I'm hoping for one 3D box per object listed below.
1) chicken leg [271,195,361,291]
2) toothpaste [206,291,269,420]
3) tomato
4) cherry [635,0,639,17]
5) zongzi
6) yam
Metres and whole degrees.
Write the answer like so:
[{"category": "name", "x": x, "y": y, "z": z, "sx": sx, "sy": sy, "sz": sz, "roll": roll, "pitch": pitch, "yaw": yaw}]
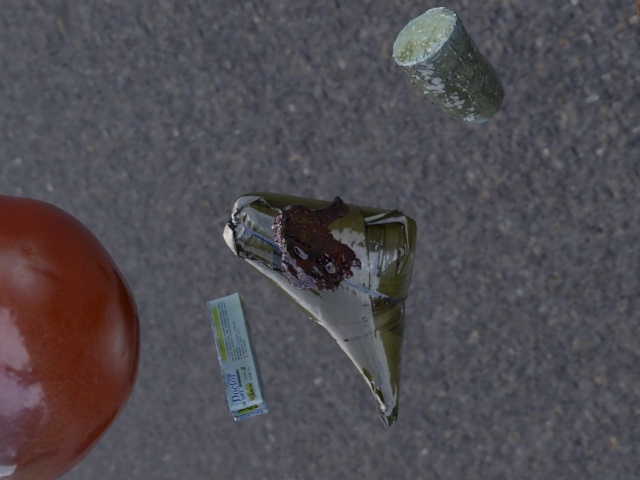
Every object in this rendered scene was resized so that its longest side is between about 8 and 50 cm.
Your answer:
[{"category": "chicken leg", "x": -0.006, "y": -0.001, "z": 1.304, "sx": 0.205, "sy": 0.093, "sz": 0.053, "roll": -95, "pitch": 18, "yaw": -58}, {"category": "toothpaste", "x": -0.105, "y": 0.142, "z": 1.600, "sx": 0.034, "sy": 0.046, "sz": 0.164, "roll": 68, "pitch": -175, "yaw": -56}, {"category": "tomato", "x": -0.339, "y": 0.112, "z": 1.309, "sx": 0.321, "sy": 0.322, "sz": 0.321, "roll": 37, "pitch": 143, "yaw": 35}, {"category": "cherry", "x": 0.338, "y": -0.212, "z": 0.906, "sx": 0.250, "sy": 0.175, "sz": 0.192, "roll": -14, "pitch": 106, "yaw": 36}, {"category": "zongzi", "x": -0.010, "y": 0.088, "z": 1.695, "sx": 0.123, "sy": 0.260, "sz": 0.289, "roll": -114, "pitch": 32, "yaw": -85}, {"category": "yam", "x": 0.169, "y": -0.229, "z": 1.706, "sx": 0.107, "sy": 0.107, "sz": 0.183, "roll": 32, "pitch": 174, "yaw": 41}]
